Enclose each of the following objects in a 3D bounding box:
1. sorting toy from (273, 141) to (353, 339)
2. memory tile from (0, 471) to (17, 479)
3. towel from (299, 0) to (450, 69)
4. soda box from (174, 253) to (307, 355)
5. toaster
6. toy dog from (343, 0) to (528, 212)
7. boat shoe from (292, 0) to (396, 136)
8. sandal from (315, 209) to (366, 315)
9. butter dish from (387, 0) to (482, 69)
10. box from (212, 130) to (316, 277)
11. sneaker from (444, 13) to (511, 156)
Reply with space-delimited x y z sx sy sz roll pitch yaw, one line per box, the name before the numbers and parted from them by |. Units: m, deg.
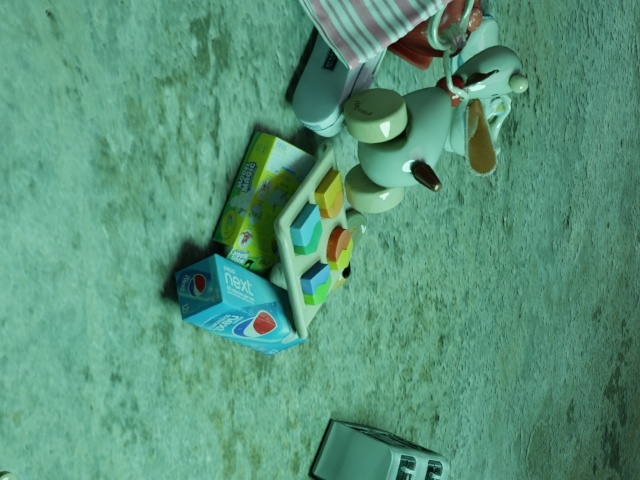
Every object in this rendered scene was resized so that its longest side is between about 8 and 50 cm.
sorting toy | 0.000 0.000 1.641 0.208 0.038 0.193 -62 150 -46
memory tile | -0.393 0.350 1.423 0.148 0.012 0.113 -48 140 -28
towel | 0.073 -0.328 1.574 0.197 0.029 0.144 -36 94 -14
soda box | -0.102 0.089 1.609 0.210 0.067 0.071 30 42 -54
toaster | 0.094 0.369 1.957 0.168 0.185 0.110 22 87 -47
toy dog | 0.175 -0.158 1.642 0.334 0.161 0.220 -48 144 -11
boat shoe | 0.044 -0.262 1.644 0.258 0.095 0.084 -60 156 -2
sandal | 0.024 0.035 1.789 0.180 0.049 0.072 -57 143 -17
butter dish | 0.178 -0.328 1.752 0.160 0.118 0.160 19 91 -55
box | -0.077 -0.045 1.621 0.105 0.043 0.179 24 85 -55
sneaker | 0.258 -0.242 1.926 0.087 0.092 0.229 -16 118 -47
